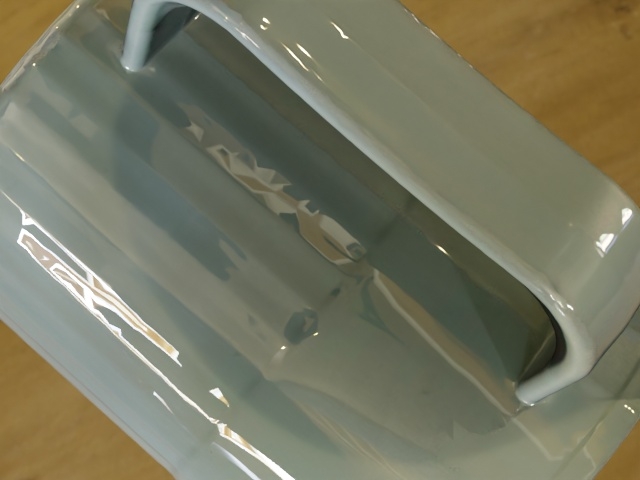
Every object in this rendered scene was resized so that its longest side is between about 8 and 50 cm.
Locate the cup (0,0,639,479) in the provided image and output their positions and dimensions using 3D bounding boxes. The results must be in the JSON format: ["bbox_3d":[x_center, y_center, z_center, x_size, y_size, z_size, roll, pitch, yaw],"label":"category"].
[{"bbox_3d":[-0.013,0.015,0.660,0.311,0.331,0.257,41,97,1],"label":"cup"}]
